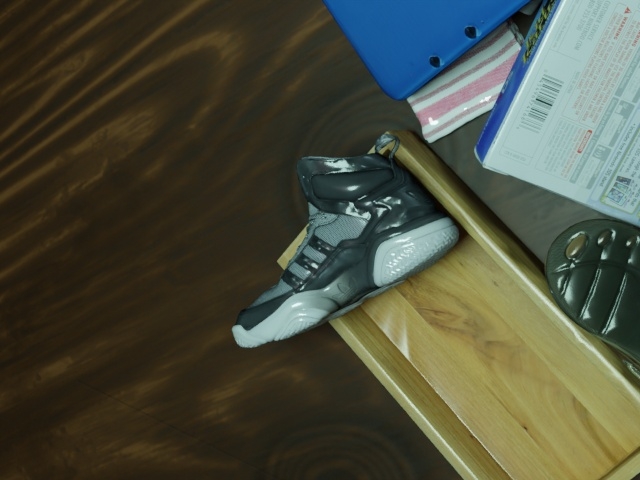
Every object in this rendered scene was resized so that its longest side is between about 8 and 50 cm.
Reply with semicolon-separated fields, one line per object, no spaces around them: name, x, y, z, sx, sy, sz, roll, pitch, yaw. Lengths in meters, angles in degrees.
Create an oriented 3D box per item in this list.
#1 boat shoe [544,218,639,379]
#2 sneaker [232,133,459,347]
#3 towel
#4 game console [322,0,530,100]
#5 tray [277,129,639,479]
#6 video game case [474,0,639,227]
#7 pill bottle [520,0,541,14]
boat shoe;0.341;0.095;0.865;0.324;0.120;0.122;42;92;4
sneaker;0.000;0.000;0.979;0.269;0.101;0.153;-30;81;24
towel;0.126;-0.218;0.997;0.144;0.029;0.197;-31;81;30
game console;0.103;-0.315;0.886;0.293;0.173;0.250;-30;35;64
tray;0.158;0.098;0.997;0.411;0.076;0.203;49;117;17
video game case;0.301;-0.147;0.819;0.244;0.061;0.269;21;110;-8
pill bottle;0.230;-0.339;0.852;0.146;0.146;0.264;42;116;19
